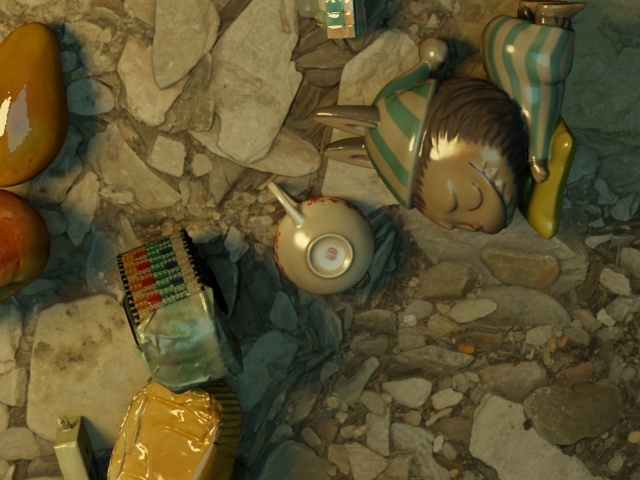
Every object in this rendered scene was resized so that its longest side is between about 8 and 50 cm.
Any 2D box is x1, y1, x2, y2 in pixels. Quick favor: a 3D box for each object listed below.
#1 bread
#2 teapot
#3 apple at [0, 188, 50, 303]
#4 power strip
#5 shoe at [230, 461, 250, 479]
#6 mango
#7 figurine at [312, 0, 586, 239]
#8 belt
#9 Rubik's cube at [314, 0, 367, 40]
[{"bbox_3d":[-0.229,0.338,2.043,0.179,0.133,0.250,16,89,18],"label":"bread"},{"bbox_3d":[0.000,0.000,2.014,0.159,0.116,0.245,-31,104,14],"label":"teapot"},{"bbox_3d":[-0.524,0.017,1.883,0.235,0.210,0.173,-31,83,-7],"label":"apple"},{"bbox_3d":[-0.377,0.453,2.094,0.043,0.106,0.367,-14,110,-2],"label":"power strip"},{"bbox_3d":[-0.206,0.545,2.143,0.342,0.132,0.210,-60,147,-15],"label":"shoe"},{"bbox_3d":[-0.440,-0.199,1.870,0.138,0.113,0.253,14,98,-9],"label":"mango"},{"bbox_3d":[0.182,-0.194,1.891,0.378,0.266,0.361,4,102,-10],"label":"figurine"},{"bbox_3d":[-0.218,0.114,1.935,0.150,0.257,0.207,-23,145,-3],"label":"belt"},{"bbox_3d":[0.028,-0.342,1.916,0.073,0.084,0.075,1,92,19],"label":"Rubik's cube"}]
